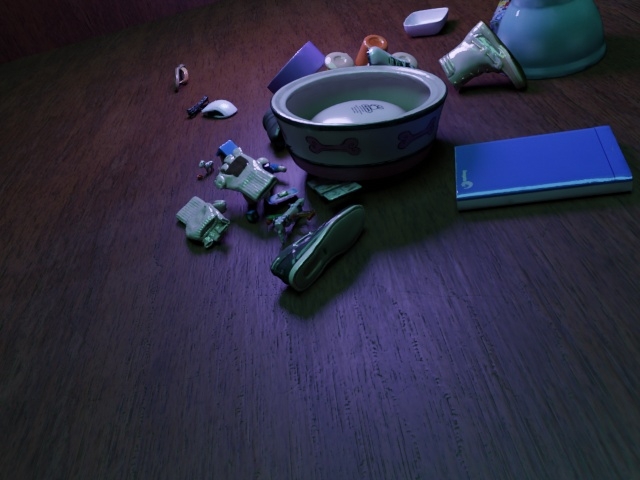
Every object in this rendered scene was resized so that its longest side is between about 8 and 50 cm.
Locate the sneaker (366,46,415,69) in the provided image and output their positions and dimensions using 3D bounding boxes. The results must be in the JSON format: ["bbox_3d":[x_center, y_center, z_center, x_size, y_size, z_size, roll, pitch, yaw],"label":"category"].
[{"bbox_3d":[0.202,-0.467,1.655,0.086,0.237,0.085,-11,76,34],"label":"sneaker"}]

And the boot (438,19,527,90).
[{"bbox_3d":[0.430,-0.451,1.625,0.165,0.213,0.077,-39,-14,26],"label":"boot"}]

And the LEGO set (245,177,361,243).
[{"bbox_3d":[-0.041,-0.077,1.371,0.244,0.060,0.182,-23,23,-10],"label":"LEGO set"}]

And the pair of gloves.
[{"bbox_3d":[-0.228,-0.101,1.408,0.240,0.042,0.204,-45,39,-2],"label":"pair of gloves"}]

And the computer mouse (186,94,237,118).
[{"bbox_3d":[-0.348,-0.436,1.984,0.192,0.042,0.106,14,44,37],"label":"computer mouse"}]

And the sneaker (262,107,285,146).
[{"bbox_3d":[-0.013,-0.325,1.653,0.286,0.109,0.130,-21,44,7],"label":"sneaker"}]

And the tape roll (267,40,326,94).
[{"bbox_3d":[-0.070,-0.503,1.843,0.189,0.080,0.189,-46,11,12],"label":"tape roll"}]

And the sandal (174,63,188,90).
[{"bbox_3d":[-0.520,-0.620,2.305,0.048,0.072,0.180,6,31,-4],"label":"sandal"}]

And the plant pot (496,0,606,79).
[{"bbox_3d":[0.613,-0.588,1.647,0.292,0.196,0.293,-11,36,8],"label":"plant pot"}]

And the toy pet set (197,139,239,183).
[{"bbox_3d":[-0.261,-0.208,1.610,0.122,0.065,0.114,17,47,39],"label":"toy pet set"}]

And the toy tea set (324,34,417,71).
[{"bbox_3d":[0.119,-0.478,1.816,0.336,0.124,0.200,-32,66,-25],"label":"toy tea set"}]

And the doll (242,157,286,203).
[{"bbox_3d":[-0.144,-0.155,1.500,0.129,0.046,0.189,-22,27,10],"label":"doll"}]

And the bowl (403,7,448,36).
[{"bbox_3d":[0.366,-0.746,2.100,0.141,0.053,0.142,2,40,25],"label":"bowl"}]

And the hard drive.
[{"bbox_3d":[0.439,-0.151,1.249,0.318,0.040,0.210,-6,36,16],"label":"hard drive"}]

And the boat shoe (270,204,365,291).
[{"bbox_3d":[0.000,0.000,1.192,0.079,0.084,0.233,21,52,41],"label":"boat shoe"}]

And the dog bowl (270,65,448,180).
[{"bbox_3d":[0.092,-0.281,1.444,0.407,0.151,0.408,-5,31,3],"label":"dog bowl"}]

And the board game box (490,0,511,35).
[{"bbox_3d":[0.647,-0.703,1.912,0.194,0.060,0.194,4,39,26],"label":"board game box"}]
